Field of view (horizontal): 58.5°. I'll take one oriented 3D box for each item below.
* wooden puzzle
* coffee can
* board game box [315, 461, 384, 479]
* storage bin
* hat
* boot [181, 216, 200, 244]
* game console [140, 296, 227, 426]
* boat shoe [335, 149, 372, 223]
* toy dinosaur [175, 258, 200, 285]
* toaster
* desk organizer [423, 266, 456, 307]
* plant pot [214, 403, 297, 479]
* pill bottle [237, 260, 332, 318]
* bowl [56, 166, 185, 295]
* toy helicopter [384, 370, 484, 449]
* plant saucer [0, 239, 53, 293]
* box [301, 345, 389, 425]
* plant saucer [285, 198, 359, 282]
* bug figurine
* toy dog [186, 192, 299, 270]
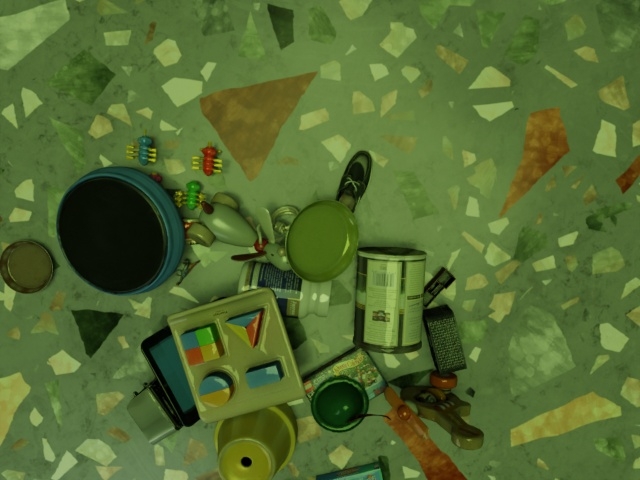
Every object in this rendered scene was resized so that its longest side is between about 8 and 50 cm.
[{"bbox_3d":[-0.240,0.335,1.606,0.322,0.080,0.347,-17,97,8],"label":"wooden puzzle"},{"bbox_3d":[0.200,0.166,1.652,0.202,0.201,0.275,3,96,2],"label":"coffee can"},{"bbox_3d":[0.105,0.804,1.803,0.210,0.047,0.160,-13,95,4],"label":"board game box"},{"bbox_3d":[0.366,0.294,1.700,0.084,0.122,0.180,-15,96,3],"label":"storage bin"},{"bbox_3d":[0.065,0.502,1.656,0.173,0.183,0.208,42,96,-3],"label":"hat"},{"bbox_3d":[-0.435,-0.027,1.729,0.158,0.059,0.084,-4,87,-1],"label":"boot"},{"bbox_3d":[-0.337,0.357,1.702,0.250,0.173,0.293,-26,95,12],"label":"game console"},{"bbox_3d":[0.095,-0.155,1.684,0.084,0.079,0.233,23,95,1],"label":"boat shoe"},{"bbox_3d":[-0.416,0.101,1.748,0.090,0.047,0.082,4,115,-9],"label":"toy dinosaur"},{"bbox_3d":[-0.477,0.506,1.732,0.110,0.168,0.185,-34,93,8],"label":"toaster"},{"bbox_3d":[0.346,0.145,1.721,0.047,0.050,0.130,41,96,-3],"label":"desk organizer"},{"bbox_3d":[-0.201,0.609,1.697,0.254,0.239,0.254,0,95,2],"label":"plant pot"},{"bbox_3d":[-0.103,0.149,1.685,0.265,0.153,0.153,6,96,1],"label":"pill bottle"},{"bbox_3d":[-0.595,-0.020,1.677,0.391,0.077,0.391,3,105,12],"label":"bowl"},{"bbox_3d":[0.328,0.488,1.607,0.235,0.355,0.140,3,97,-16],"label":"toy helicopter"},{"bbox_3d":[-0.905,0.081,1.766,0.168,0.029,0.168,0,95,2],"label":"plant saucer"},{"bbox_3d":[0.072,0.445,1.766,0.233,0.044,0.159,-32,95,5],"label":"box"},{"bbox_3d":[0.000,0.000,1.614,0.241,0.037,0.241,-8,106,-30],"label":"plant saucer"},{"bbox_3d":[-0.433,-0.205,1.697,0.279,0.072,0.216,10,103,-4],"label":"bug figurine"},{"bbox_3d":[-0.225,-0.035,1.624,0.334,0.161,0.220,6,71,7],"label":"toy dog"}]
